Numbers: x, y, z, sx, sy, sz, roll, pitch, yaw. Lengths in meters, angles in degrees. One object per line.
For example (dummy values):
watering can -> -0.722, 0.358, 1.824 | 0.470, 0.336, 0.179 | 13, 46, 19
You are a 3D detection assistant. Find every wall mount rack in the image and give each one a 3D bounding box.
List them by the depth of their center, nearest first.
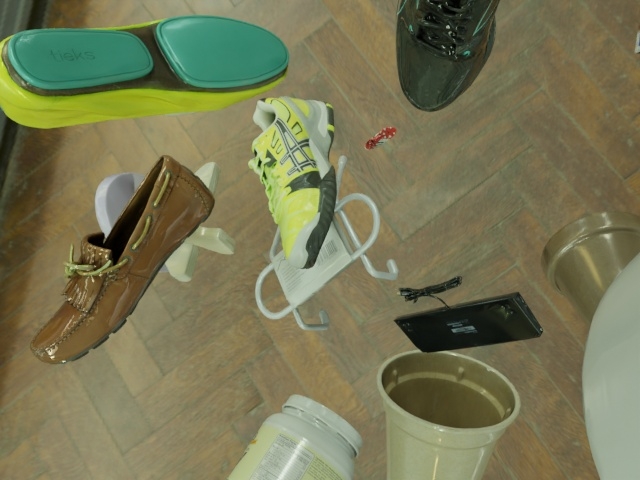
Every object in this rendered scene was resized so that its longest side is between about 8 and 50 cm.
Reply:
wall mount rack -> 0.000, 0.000, 1.217 | 0.350, 0.130, 0.304 | -40, 61, 31

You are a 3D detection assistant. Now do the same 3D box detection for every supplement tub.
supplement tub -> -0.072, 0.527, 1.303 | 0.235, 0.235, 0.325 | 29, 61, 13

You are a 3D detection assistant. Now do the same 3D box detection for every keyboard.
keyboard -> 0.284, 0.152, 1.273 | 0.317, 0.033, 0.201 | -20, 117, 45

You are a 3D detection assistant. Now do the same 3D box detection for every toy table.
toy table -> -0.295, -0.037, 1.201 | 0.160, 0.274, 0.252 | -2, 74, 24

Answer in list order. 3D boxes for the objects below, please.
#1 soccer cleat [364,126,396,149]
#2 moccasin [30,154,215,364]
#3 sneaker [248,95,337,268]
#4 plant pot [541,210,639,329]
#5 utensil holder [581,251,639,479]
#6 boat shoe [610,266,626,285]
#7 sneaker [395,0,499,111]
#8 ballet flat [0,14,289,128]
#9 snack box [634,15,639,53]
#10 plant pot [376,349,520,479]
soccer cleat -> 0.136, -0.233, 1.378 | 0.083, 0.035, 0.029 | -34, 88, -3
moccasin -> -0.334, 0.031, 0.963 | 0.380, 0.147, 0.139 | -48, 37, 0
sneaker -> -0.057, -0.108, 1.065 | 0.147, 0.145, 0.385 | 9, 46, -14
plant pot -> 0.660, 0.100, 1.366 | 0.262, 0.263, 0.229 | -7, 42, 10
utensil holder -> 0.333, 0.041, 0.226 | 0.327, 0.385, 0.328 | 1, 63, -3
boat shoe -> 0.558, 0.191, 1.037 | 0.113, 0.105, 0.307 | -6, 85, 35
sneaker -> 0.106, -0.216, 0.509 | 0.101, 0.267, 0.106 | 22, 49, 13
ballet flat -> -0.132, -0.127, 0.467 | 0.077, 0.231, 0.077 | -39, 73, 50
snack box -> 0.424, -0.267, 0.692 | 0.022, 0.178, 0.064 | 6, 93, -2
plant pot -> 0.286, 0.484, 1.464 | 0.333, 0.334, 0.306 | 9, 110, 12
